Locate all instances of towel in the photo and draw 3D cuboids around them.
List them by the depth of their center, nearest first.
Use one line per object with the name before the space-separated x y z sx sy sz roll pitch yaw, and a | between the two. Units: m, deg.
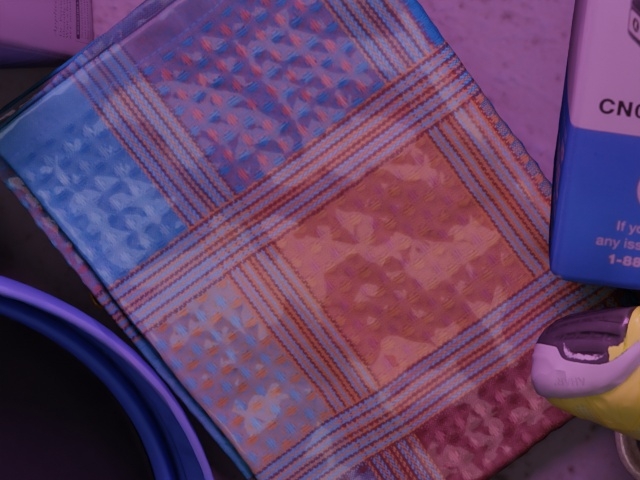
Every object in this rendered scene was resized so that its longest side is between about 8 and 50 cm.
towel | 0.000 0.000 0.988 0.271 0.040 0.370 -37 96 9

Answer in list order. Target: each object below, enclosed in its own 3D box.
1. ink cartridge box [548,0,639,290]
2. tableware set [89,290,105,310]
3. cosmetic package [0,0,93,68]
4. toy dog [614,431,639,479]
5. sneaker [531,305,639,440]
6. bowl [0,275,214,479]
ink cartridge box | 0.282 -0.168 0.827 0.285 0.166 0.395 7 118 7
tableware set | -0.101 -0.021 1.042 0.104 0.024 0.154 27 96 8
cosmetic package | -0.276 -0.172 0.964 0.224 0.224 0.138 -1 92 10
toy dog | 0.169 0.229 0.909 0.333 0.161 0.220 -34 96 0
sneaker | 0.295 0.121 0.847 0.384 0.145 0.147 13 86 -6
bowl | -0.250 0.196 0.940 0.391 0.077 0.391 -3 104 -14
